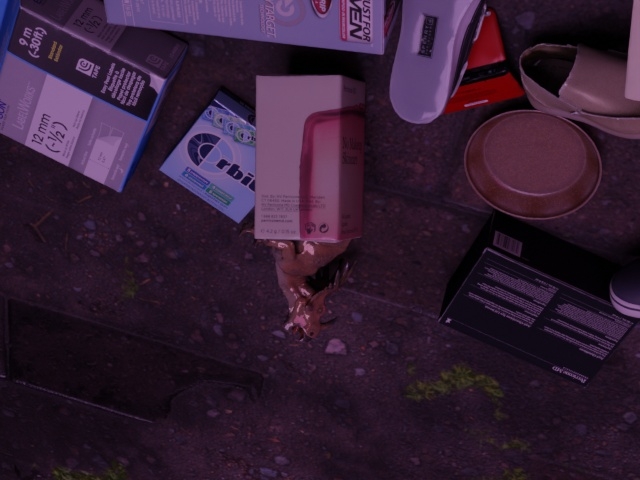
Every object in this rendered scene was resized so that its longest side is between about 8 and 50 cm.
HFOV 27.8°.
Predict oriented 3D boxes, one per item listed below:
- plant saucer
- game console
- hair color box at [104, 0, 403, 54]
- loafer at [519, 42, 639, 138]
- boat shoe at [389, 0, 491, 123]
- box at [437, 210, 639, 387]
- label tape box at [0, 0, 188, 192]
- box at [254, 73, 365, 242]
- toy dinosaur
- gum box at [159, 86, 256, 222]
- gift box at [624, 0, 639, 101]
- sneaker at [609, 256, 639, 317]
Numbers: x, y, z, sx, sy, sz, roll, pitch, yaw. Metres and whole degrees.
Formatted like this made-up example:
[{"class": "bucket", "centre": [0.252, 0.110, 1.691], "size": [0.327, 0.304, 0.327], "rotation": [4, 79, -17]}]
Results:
[{"class": "plant saucer", "centre": [0.309, -0.117, 1.880], "size": [0.198, 0.036, 0.199], "rotation": [9, 132, 10]}, {"class": "game console", "centre": [0.200, -0.248, 1.817], "size": [0.144, 0.085, 0.124], "rotation": [-11, 157, 27]}, {"class": "hair color box", "centre": [-0.080, -0.355, 1.698], "size": [0.374, 0.185, 0.114], "rotation": [8, 132, 12]}, {"class": "loafer", "centre": [0.358, -0.199, 1.675], "size": [0.268, 0.102, 0.092], "rotation": [13, 167, 47]}, {"class": "boat shoe", "centre": [0.172, -0.307, 1.711], "size": [0.113, 0.105, 0.306], "rotation": [15, 113, 18]}, {"class": "box", "centre": [0.341, 0.093, 2.009], "size": [0.261, 0.103, 0.184], "rotation": [24, 130, -4]}, {"class": "label tape box", "centre": [-0.404, -0.256, 1.945], "size": [0.347, 0.115, 0.249], "rotation": [25, 133, -6]}, {"class": "box", "centre": [-0.013, -0.117, 1.840], "size": [0.126, 0.148, 0.232], "rotation": [2, 94, 16]}, {"class": "toy dinosaur", "centre": [0.000, 0.000, 2.036], "size": [0.200, 0.127, 0.296], "rotation": [29, 121, -17]}, {"class": "gum box", "centre": [-0.140, -0.130, 2.015], "size": [0.157, 0.041, 0.184], "rotation": [35, 131, -12]}, {"class": "gift box", "centre": [0.514, -0.309, 1.501], "size": [0.276, 0.255, 0.258], "rotation": [9, 134, 18]}, {"class": "sneaker", "centre": [0.569, 0.020, 1.856], "size": [0.321, 0.126, 0.127], "rotation": [-11, 131, 13]}]
